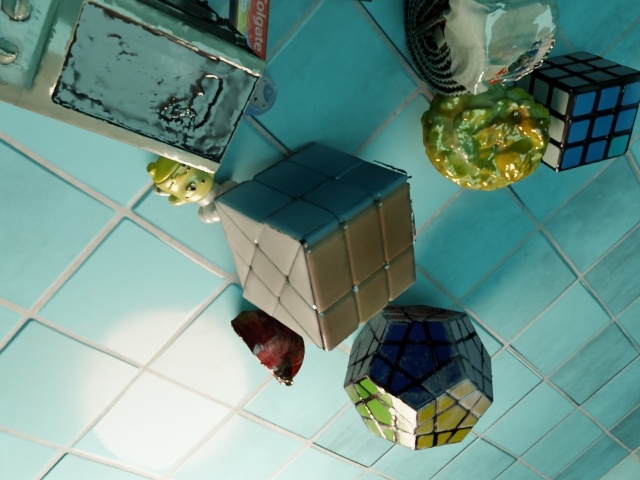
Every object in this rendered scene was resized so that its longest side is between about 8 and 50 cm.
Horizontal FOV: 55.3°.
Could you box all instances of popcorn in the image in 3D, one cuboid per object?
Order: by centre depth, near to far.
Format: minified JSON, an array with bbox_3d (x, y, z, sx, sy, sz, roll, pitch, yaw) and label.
[{"bbox_3d":[0.288,-0.187,1.073,0.221,0.183,0.204,8,122,-13],"label":"popcorn"}]

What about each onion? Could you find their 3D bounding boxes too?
[{"bbox_3d":[-0.084,0.205,1.199,0.098,0.151,0.206,-43,146,-11],"label":"onion"}]

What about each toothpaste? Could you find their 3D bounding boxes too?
[{"bbox_3d":[-0.101,-0.287,0.920,0.070,0.044,0.193,-6,124,-22],"label":"toothpaste"}]

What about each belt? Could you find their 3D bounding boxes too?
[{"bbox_3d":[0.227,-0.325,0.907,0.150,0.257,0.207,-20,100,-12],"label":"belt"}]

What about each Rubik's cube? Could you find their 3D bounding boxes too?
[{"bbox_3d":[0.000,0.000,1.006,0.225,0.231,0.221,-35,132,-29],"label":"Rubik's cube"},{"bbox_3d":[0.466,-0.240,1.127,0.161,0.163,0.162,-14,124,-15],"label":"Rubik's cube"},{"bbox_3d":[0.206,0.280,1.290,0.319,0.319,0.264,-29,156,-3],"label":"Rubik's cube"}]

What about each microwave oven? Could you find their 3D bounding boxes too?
[{"bbox_3d":[-0.249,-0.243,0.760,0.295,0.237,0.181,17,113,-30],"label":"microwave oven"}]

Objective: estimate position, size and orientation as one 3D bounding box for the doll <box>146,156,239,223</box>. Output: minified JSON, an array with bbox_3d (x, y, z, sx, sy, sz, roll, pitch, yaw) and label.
[{"bbox_3d":[-0.202,-0.090,0.995,0.106,0.062,0.162,-43,129,13],"label":"doll"}]
